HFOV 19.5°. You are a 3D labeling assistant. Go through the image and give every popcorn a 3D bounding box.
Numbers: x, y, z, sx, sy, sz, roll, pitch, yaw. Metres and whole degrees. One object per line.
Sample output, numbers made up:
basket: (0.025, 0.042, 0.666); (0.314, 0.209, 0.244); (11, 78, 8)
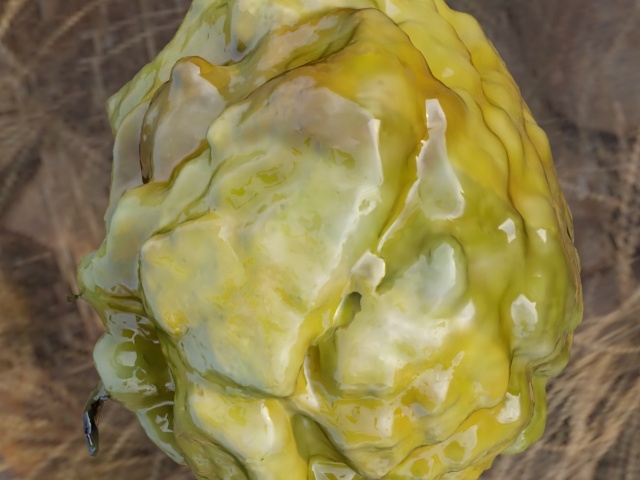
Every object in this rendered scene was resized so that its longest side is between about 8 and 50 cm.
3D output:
popcorn: (-0.004, 0.004, 0.795); (0.225, 0.249, 0.249); (-20, 89, 22)
